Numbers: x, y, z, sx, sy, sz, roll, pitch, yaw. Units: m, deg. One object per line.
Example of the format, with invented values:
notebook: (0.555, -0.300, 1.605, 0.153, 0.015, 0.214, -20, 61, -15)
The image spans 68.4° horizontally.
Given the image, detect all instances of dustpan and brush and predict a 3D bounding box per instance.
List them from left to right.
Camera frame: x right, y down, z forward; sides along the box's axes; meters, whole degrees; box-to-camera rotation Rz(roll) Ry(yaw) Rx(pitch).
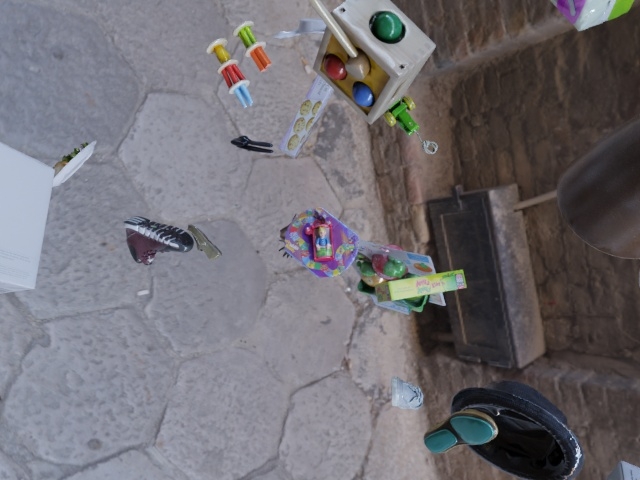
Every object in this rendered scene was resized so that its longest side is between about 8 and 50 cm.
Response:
dustpan and brush: (-0.046, -0.672, 1.495, 0.147, 0.211, 0.060, -88, 179, -62)

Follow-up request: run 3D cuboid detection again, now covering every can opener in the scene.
can opener: (-0.272, -0.383, 1.914, 0.073, 0.186, 0.059, -57, 156, -43)

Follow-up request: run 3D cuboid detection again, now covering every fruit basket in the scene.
fruit basket: (0.220, 0.107, 1.512, 0.165, 0.327, 0.353, -67, 150, -15)

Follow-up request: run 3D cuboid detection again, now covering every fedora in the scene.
fedora: (0.525, 0.479, 1.256, 0.152, 0.334, 0.334, -40, 112, -43)

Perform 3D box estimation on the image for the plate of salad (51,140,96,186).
plate of salad: (-0.727, -0.225, 1.363, 0.048, 0.200, 0.199, 44, 60, -21)

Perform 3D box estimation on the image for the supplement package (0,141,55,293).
supplement package: (-0.727, -0.045, 1.015, 0.175, 0.178, 0.292, 41, 44, -64)

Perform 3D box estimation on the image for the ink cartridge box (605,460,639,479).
ink cartridge box: (0.649, 0.559, 0.836, 0.121, 0.289, 0.211, -47, 152, -54)

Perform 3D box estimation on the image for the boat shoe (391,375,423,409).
boat shoe: (0.249, 0.433, 1.331, 0.227, 0.081, 0.079, 54, 36, -58)

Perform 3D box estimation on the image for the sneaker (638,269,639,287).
sneaker: (0.662, 0.135, 0.891, 0.121, 0.079, 0.216, -37, 119, -62)

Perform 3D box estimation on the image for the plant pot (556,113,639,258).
plant pot: (0.520, -0.112, 0.722, 0.230, 0.216, 0.215, 83, 27, -66)

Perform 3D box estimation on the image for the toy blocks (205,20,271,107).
toy blocks: (-0.161, -0.378, 1.025, 0.148, 0.123, 0.054, 61, 10, -5)

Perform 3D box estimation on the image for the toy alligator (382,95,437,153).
toy alligator: (0.149, -0.233, 0.878, 0.056, 0.051, 0.189, -38, 90, 3)

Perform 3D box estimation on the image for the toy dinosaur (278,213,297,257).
toy dinosaur: (-0.100, 0.000, 1.856, 0.127, 0.200, 0.295, -52, 143, -17)

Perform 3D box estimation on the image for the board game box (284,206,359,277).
board game box: (0.000, 0.000, 1.050, 0.169, 0.033, 0.133, 39, 79, 14)

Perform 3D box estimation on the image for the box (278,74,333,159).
box: (-0.034, -0.425, 1.552, 0.067, 0.063, 0.324, 30, 92, 3)

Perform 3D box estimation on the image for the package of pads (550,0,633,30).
package of pads: (0.340, -0.457, 0.597, 0.296, 0.101, 0.229, 63, 2, -67)

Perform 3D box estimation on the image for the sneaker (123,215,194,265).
sneaker: (-0.575, 0.028, 1.678, 0.106, 0.282, 0.162, -35, 141, -59)

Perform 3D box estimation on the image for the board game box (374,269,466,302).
board game box: (0.226, 0.105, 1.075, 0.181, 0.092, 0.043, -8, 81, -14)

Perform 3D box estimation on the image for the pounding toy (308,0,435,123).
pounding toy: (0.049, -0.230, 0.571, 0.130, 0.141, 0.100, 45, 71, 2)

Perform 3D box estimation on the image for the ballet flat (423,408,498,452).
ballet flat: (0.312, 0.410, 1.043, 0.073, 0.232, 0.080, -29, 77, -39)

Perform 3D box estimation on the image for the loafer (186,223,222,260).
loafer: (-0.385, 0.008, 1.529, 0.050, 0.056, 0.148, -44, 86, -6)
